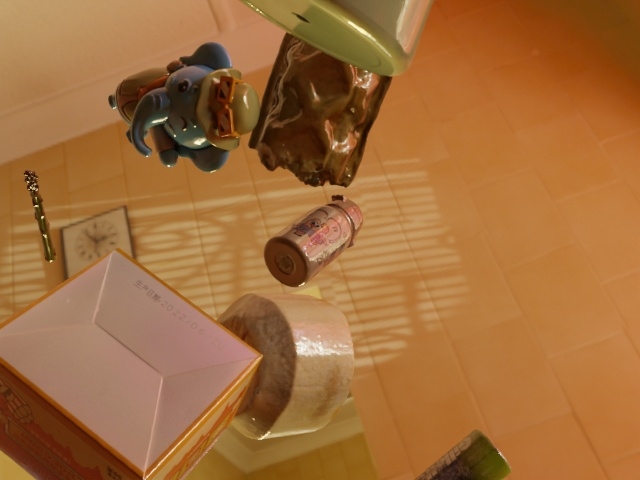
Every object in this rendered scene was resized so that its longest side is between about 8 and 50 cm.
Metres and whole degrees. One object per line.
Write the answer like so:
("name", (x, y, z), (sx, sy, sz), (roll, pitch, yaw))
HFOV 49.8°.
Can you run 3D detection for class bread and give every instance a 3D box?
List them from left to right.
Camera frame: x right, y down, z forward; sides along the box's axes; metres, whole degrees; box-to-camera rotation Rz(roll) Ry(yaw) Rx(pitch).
("bread", (0.004, -0.232, 1.191), (0.238, 0.196, 0.252), (-11, -54, -56))

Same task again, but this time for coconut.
("coconut", (-0.077, 0.250, 1.429), (0.322, 0.323, 0.323), (-13, -34, -9))

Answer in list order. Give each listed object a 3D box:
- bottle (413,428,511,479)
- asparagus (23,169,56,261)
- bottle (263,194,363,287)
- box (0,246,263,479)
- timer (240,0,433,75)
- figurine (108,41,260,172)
("bottle", (0.169, 0.458, 1.164), (0.330, 0.093, 0.093), (-37, -33, -7))
("asparagus", (-0.468, -0.040, 1.153), (0.025, 0.024, 0.249), (28, -36, 8))
("bottle", (0.000, 0.000, 1.215), (0.097, 0.110, 0.209), (3, 26, 37))
("box", (-0.285, 0.211, 0.964), (0.259, 0.283, 0.214), (-43, -17, -48))
("timer", (0.048, -0.403, 0.828), (0.290, 0.290, 0.316), (25, -85, -46))
("figurine", (-0.224, -0.205, 1.120), (0.261, 0.180, 0.154), (-11, -26, 22))
